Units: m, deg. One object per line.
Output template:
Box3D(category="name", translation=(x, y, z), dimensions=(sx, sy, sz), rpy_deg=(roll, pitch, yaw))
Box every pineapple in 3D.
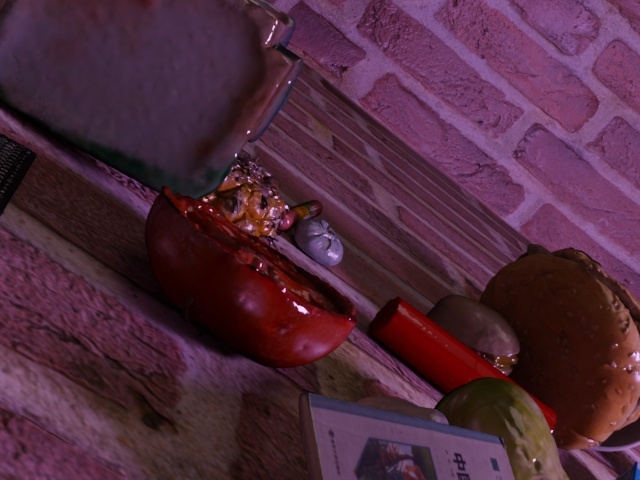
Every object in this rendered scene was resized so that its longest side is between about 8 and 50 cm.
Box3D(category="pineapple", translation=(-0.124, -0.085, 1.132), dimensions=(0.224, 0.076, 0.225), rpy_deg=(35, 15, -11))

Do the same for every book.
Box3D(category="book", translation=(0.093, 0.240, 0.676), dimensions=(0.282, 0.025, 0.215), rpy_deg=(21, 48, -45))

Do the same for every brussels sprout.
Box3D(category="brussels sprout", translation=(0.180, 0.221, 0.900), dimensions=(0.146, 0.131, 0.183), rpy_deg=(61, 14, -4))

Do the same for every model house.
Box3D(category="model house", translation=(-0.192, -0.218, 1.028), dimensions=(0.312, 0.245, 0.280), rpy_deg=(29, 9, -5))

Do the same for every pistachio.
Box3D(category="pistachio", translation=(0.215, 0.139, 1.220), dimensions=(0.149, 0.113, 0.113), rpy_deg=(25, 1, 44))

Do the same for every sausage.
Box3D(category="sausage", translation=(-0.032, -0.040, 1.306), dimensions=(0.029, 0.029, 0.223), rpy_deg=(41, 15, 5))

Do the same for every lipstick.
Box3D(category="lipstick", translation=(0.191, 0.180, 1.140), dimensions=(0.279, 0.073, 0.073), rpy_deg=(38, 15, -8))

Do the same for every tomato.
Box3D(category="tomato", translation=(-0.081, 0.047, 0.823), dimensions=(0.228, 0.101, 0.228), rpy_deg=(36, 7, -5))

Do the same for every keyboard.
Box3D(category="keyboard", translation=(-0.299, -0.060, 0.762), dimensions=(0.063, 0.010, 0.198), rpy_deg=(33, 17, -19))

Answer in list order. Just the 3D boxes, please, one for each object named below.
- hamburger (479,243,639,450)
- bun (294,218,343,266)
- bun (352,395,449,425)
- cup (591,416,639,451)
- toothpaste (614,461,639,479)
Box3D(category="hamburger", translation=(0.348, 0.152, 1.247), dimensions=(0.144, 0.260, 0.283), rpy_deg=(-7, 36, -32))
Box3D(category="bun", translation=(0.000, 0.000, 1.238), dimensions=(0.083, 0.045, 0.083), rpy_deg=(37, 20, -16))
Box3D(category="bun", translation=(0.081, 0.193, 0.797), dimensions=(0.138, 0.094, 0.138), rpy_deg=(34, 19, -14))
Box3D(category="cup", translation=(0.442, 0.200, 1.448), dimensions=(0.289, 0.219, 0.257), rpy_deg=(16, 11, 10))
Box3D(category="toothpaste", translation=(0.418, 0.369, 1.159), dimensions=(0.050, 0.065, 0.266), rpy_deg=(48, 16, 15))
